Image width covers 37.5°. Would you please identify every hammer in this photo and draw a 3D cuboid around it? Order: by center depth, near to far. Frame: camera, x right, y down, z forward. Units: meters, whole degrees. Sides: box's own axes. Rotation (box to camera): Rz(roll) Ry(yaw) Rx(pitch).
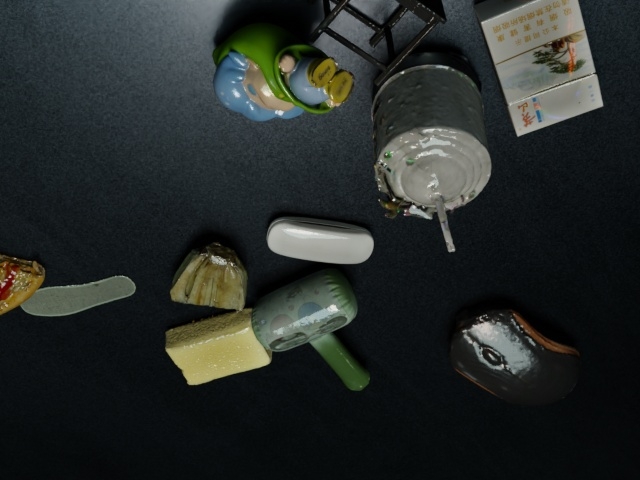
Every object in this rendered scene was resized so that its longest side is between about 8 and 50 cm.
[{"bbox_3d":[0.016,0.198,1.865,0.206,0.119,0.335,-22,135,15],"label":"hammer"}]

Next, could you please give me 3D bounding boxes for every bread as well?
[{"bbox_3d":[-0.199,0.211,1.878,0.188,0.068,0.125,-17,129,9],"label":"bread"}]

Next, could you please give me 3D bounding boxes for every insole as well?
[{"bbox_3d":[-0.467,0.109,1.815,0.232,0.003,0.080,-12,130,6],"label":"insole"}]

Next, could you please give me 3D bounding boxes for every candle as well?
[{"bbox_3d":[0.172,-0.135,1.453,0.187,0.330,0.187,1,137,1],"label":"candle"}]

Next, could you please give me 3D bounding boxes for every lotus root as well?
[{"bbox_3d":[-0.196,0.058,1.750,0.143,0.070,0.144,15,132,-8],"label":"lotus root"}]

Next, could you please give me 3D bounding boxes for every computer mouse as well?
[{"bbox_3d":[0.403,0.245,1.921,0.323,0.116,0.183,29,117,-24],"label":"computer mouse"}]

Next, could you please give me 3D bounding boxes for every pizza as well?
[{"bbox_3d":[-0.626,0.064,1.730,0.188,0.062,0.199,-35,123,20],"label":"pizza"}]

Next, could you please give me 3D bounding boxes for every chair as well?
[{"bbox_3d":[0.114,-0.378,1.365,0.154,0.141,0.260,28,125,-25],"label":"chair"}]

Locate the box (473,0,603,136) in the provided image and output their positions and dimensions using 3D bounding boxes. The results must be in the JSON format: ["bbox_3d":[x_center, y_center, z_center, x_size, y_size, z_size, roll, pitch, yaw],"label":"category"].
[{"bbox_3d":[0.348,-0.291,1.496,0.149,0.067,0.233,-19,129,12],"label":"box"}]

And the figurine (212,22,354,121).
[{"bbox_3d":[-0.056,-0.247,1.406,0.162,0.263,0.143,24,84,-39],"label":"figurine"}]

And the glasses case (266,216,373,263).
[{"bbox_3d":[0.000,0.000,1.726,0.197,0.049,0.076,7,129,-10],"label":"glasses case"}]
